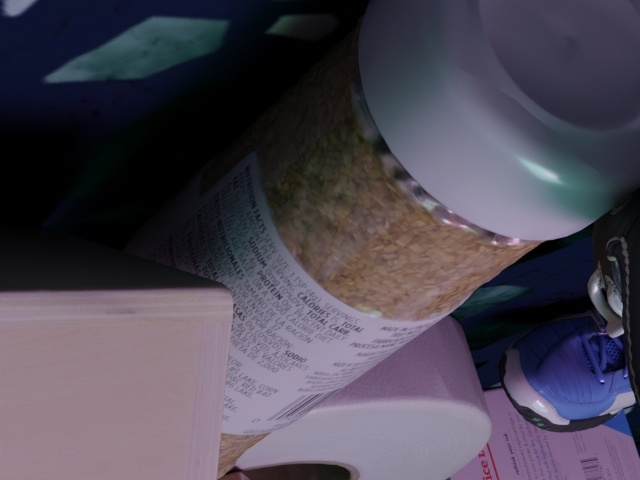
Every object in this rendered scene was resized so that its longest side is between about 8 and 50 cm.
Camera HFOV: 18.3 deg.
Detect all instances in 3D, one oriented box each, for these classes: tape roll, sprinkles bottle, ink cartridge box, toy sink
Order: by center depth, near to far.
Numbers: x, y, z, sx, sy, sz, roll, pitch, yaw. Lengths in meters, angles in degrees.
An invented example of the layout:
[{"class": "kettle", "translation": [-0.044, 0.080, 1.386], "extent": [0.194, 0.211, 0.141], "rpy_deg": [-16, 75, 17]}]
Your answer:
[{"class": "toy sink", "translation": [-0.176, 0.069, 0.791], "extent": [0.234, 0.131, 0.153], "rpy_deg": [0, -171, -40]}, {"class": "sprinkles bottle", "translation": [0.000, 0.000, 0.850], "extent": [0.121, 0.121, 0.355], "rpy_deg": [-2, 157, -35]}, {"class": "tape roll", "translation": [-0.085, 0.144, 1.259], "extent": [0.392, 0.072, 0.392], "rpy_deg": [-15, 161, -5]}, {"class": "ink cartridge box", "translation": [0.139, 0.164, 1.442], "extent": [0.181, 0.104, 0.061], "rpy_deg": [-5, 158, -26]}]

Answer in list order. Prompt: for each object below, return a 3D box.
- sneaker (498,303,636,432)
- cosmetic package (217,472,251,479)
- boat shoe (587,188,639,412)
[{"class": "sneaker", "translation": [0.203, 0.064, 1.280], "extent": [0.211, 0.080, 0.081], "rpy_deg": [-15, 157, -35]}, {"class": "cosmetic package", "translation": [-0.156, 0.258, 1.185], "extent": [0.296, 0.153, 0.129], "rpy_deg": [-19, 159, 5]}, {"class": "boat shoe", "translation": [0.164, 0.008, 0.792], "extent": [0.099, 0.116, 0.319], "rpy_deg": [-46, -170, 33]}]
